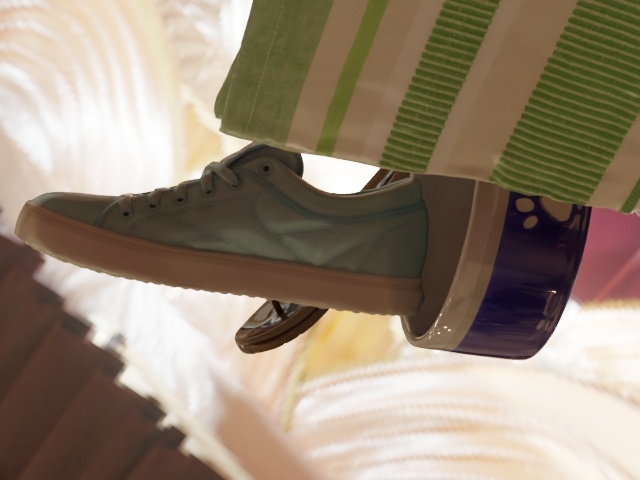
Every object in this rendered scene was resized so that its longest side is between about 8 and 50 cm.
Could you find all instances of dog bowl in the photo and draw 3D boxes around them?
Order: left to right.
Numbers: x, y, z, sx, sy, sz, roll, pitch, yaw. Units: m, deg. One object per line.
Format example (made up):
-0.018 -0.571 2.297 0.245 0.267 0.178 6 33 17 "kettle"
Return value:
0.153 -0.027 1.602 0.104 0.265 0.265 9 -138 -10 "dog bowl"

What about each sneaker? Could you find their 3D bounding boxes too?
-0.081 -0.029 1.580 0.366 0.150 0.135 8 -179 -11 "sneaker"

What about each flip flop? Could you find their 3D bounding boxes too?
0.000 0.000 1.827 0.080 0.277 0.112 40 180 -18 "flip flop"

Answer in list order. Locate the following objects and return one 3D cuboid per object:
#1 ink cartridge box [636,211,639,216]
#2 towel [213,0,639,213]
0.450 -0.182 2.147 0.207 0.283 0.117 60 -165 23 "ink cartridge box"
0.108 -0.125 1.194 0.325 0.248 0.038 10 -129 -11 "towel"
